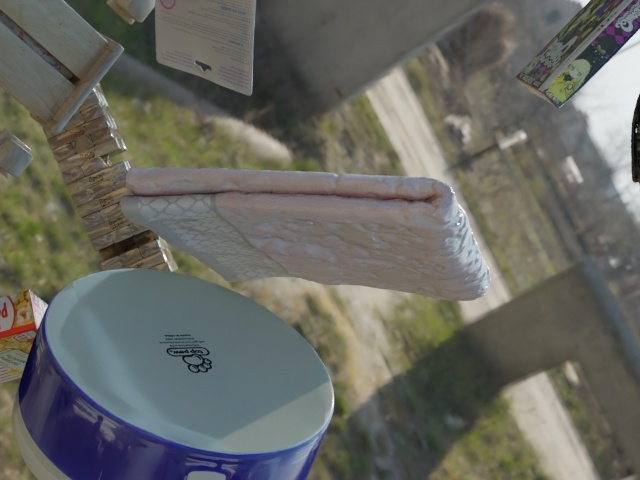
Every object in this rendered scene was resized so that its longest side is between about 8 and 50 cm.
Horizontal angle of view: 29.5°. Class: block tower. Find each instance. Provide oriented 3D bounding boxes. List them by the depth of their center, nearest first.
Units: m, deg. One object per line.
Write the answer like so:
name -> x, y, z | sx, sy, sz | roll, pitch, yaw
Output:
block tower -> -0.309, -0.095, 1.707 | 0.097, 0.091, 0.335 | -129, -164, -88

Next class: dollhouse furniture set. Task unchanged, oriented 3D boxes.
dollhouse furniture set -> -0.426, -0.259, 1.423 | 0.174, 0.355, 0.303 | 32, -9, 41

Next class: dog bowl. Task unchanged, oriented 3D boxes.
dog bowl -> -0.126, 0.138, 1.056 | 0.265, 0.104, 0.265 | 18, 26, -9

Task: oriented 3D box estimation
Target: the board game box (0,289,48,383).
board game box -> -0.364, 0.114, 1.257 | 0.147, 0.193, 0.045 | 66, 9, -70

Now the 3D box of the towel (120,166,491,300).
towel -> 0.000, 0.000, 1.221 | 0.332, 0.317, 0.053 | 46, 49, -71

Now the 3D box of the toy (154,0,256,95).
toy -> -0.090, -0.267, 1.111 | 0.137, 0.056, 0.237 | 25, -56, 39

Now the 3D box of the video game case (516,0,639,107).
video game case -> 0.393, -0.294, 1.798 | 0.042, 0.210, 0.232 | 43, 10, -9

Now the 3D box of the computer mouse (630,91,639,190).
computer mouse -> 0.356, -0.131, 1.062 | 0.272, 0.072, 0.188 | 12, -81, 64
